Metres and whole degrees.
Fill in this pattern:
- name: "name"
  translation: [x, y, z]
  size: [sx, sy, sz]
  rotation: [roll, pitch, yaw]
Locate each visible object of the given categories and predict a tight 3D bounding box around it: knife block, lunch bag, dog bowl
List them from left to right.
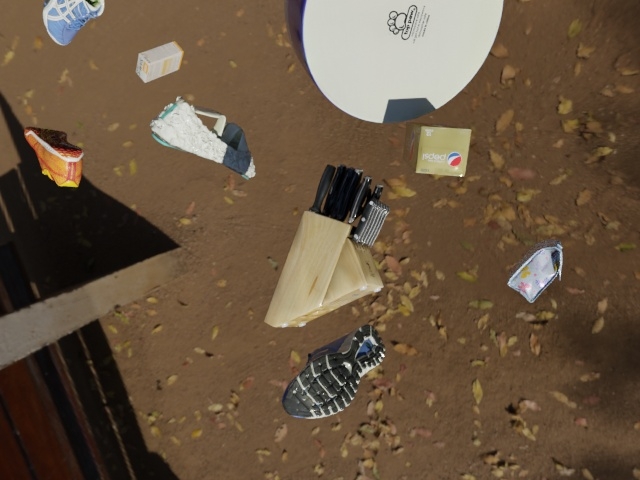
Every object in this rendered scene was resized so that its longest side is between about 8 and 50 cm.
- name: "knife block"
  translation: [0.000, 0.000, 0.908]
  size: [0.276, 0.088, 0.242]
  rotation: [-28, 70, 20]
- name: "dog bowl"
  translation: [0.092, -0.292, 0.656]
  size: [0.265, 0.104, 0.264]
  rotation: [-9, 129, -11]
- name: "lunch bag"
  translation: [0.304, 0.037, 0.704]
  size: [0.053, 0.071, 0.083]
  rotation: [38, 109, 11]

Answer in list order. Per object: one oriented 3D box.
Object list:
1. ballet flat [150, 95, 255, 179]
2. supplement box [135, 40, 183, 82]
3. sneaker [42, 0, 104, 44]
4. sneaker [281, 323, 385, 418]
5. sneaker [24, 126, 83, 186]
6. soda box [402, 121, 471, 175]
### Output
- name: "ballet flat"
  translation: [-0.272, -0.266, 1.350]
  size: [0.147, 0.409, 0.147]
  rotation: [-2, 83, 22]
- name: "supplement box"
  translation: [-0.365, -0.406, 1.152]
  size: [0.036, 0.098, 0.062]
  rotation: [49, 144, 3]
- name: "sneaker"
  translation: [-0.504, -0.483, 1.046]
  size: [0.081, 0.080, 0.211]
  rotation: [51, 126, 6]
- name: "sneaker"
  translation: [0.021, 0.321, 1.207]
  size: [0.147, 0.330, 0.129]
  rotation: [-34, 84, 40]
- name: "sneaker"
  translation: [-0.415, -0.132, 0.779]
  size: [0.175, 0.064, 0.067]
  rotation: [38, 118, 43]
- name: "soda box"
  translation: [0.152, -0.128, 0.691]
  size: [0.061, 0.181, 0.058]
  rotation: [5, 104, 3]
